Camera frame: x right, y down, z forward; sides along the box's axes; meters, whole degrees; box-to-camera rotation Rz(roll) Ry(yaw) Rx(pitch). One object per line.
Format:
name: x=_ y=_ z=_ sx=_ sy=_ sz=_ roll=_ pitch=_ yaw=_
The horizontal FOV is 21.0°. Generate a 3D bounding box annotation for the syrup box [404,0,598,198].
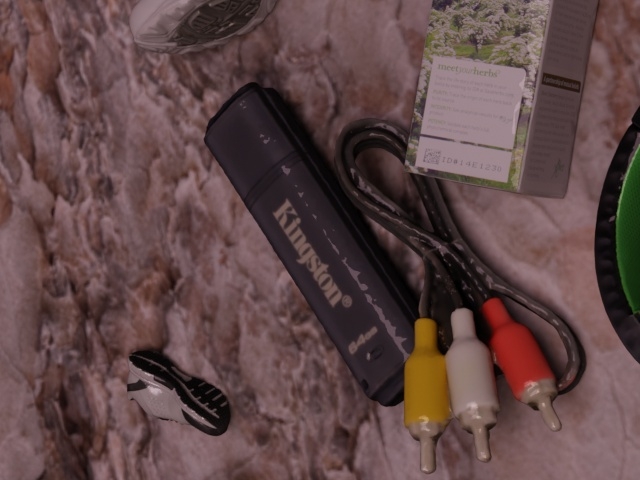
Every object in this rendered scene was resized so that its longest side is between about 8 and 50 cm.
syrup box: x=0.137 y=-0.155 z=1.233 sx=0.093 sy=0.096 sz=0.237 roll=12 pitch=94 yaw=29

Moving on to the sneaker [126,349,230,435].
sneaker: x=-0.117 y=0.132 z=1.417 sx=0.109 sy=0.040 sz=0.044 roll=32 pitch=121 yaw=31

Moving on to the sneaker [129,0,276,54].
sneaker: x=-0.070 y=-0.245 z=1.375 sx=0.232 sy=0.090 sz=0.115 roll=-39 pitch=63 yaw=15

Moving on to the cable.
cable: x=0.100 y=0.023 z=1.257 sx=0.139 sy=0.072 sz=0.287 roll=-18 pitch=71 yaw=1

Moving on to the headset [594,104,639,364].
headset: x=0.341 y=-0.067 z=1.083 sx=0.394 sy=0.185 sz=0.243 roll=-57 pitch=41 yaw=23

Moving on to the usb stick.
usb stick: x=0.000 y=0.000 z=1.341 sx=0.077 sy=0.045 sz=0.278 roll=-41 pitch=70 yaw=22
